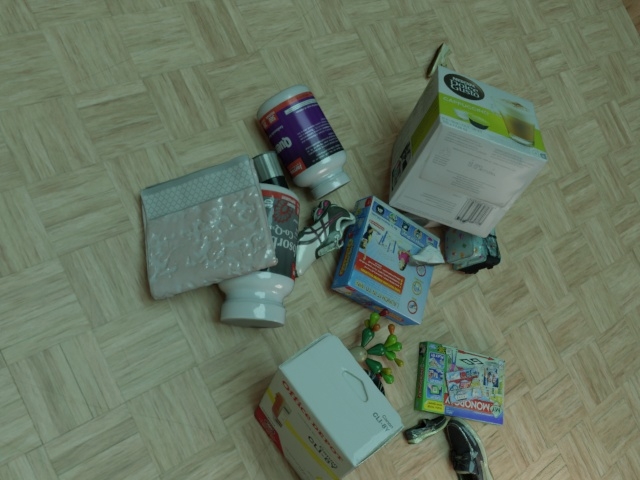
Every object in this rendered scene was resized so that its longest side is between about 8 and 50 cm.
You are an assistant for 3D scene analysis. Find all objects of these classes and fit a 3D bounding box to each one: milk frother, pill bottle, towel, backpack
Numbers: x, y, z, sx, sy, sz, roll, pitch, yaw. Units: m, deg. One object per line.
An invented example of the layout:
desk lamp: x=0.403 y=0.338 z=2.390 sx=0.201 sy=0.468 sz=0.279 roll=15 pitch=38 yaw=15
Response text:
milk frother: x=-0.155 y=-0.187 z=1.753 sx=0.129 sy=0.143 sz=0.134 roll=-19 pitch=85 yaw=-26
pill bottle: x=-0.169 y=0.045 z=1.642 sx=0.210 sy=0.210 sz=0.362 roll=11 pitch=72 yaw=-24
towel: x=-0.298 y=-0.037 z=1.557 sx=0.332 sy=0.053 sz=0.316 roll=-17 pitch=70 yaw=8
pill bottle: x=-0.042 y=-0.288 z=1.816 sx=0.182 sy=0.181 sz=0.322 roll=-30 pitch=90 yaw=-30
backpack: x=0.500 y=0.000 z=2.023 sx=0.145 sy=0.166 sz=0.188 roll=17 pitch=65 yaw=-28

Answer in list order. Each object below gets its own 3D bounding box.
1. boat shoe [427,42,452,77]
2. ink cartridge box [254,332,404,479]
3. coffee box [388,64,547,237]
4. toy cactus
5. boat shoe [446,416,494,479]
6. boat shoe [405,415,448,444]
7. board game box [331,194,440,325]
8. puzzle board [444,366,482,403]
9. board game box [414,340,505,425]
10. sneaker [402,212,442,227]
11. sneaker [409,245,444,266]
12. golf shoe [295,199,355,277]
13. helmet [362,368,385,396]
boat shoe: x=0.445 y=-0.658 z=2.237 sx=0.059 sy=0.063 sz=0.170 roll=32 pitch=63 yaw=-10
ink cartridge box: x=0.002 y=0.435 z=1.482 sx=0.160 sy=0.384 sz=0.279 roll=-31 pitch=71 yaw=-30
coffee box: x=0.440 y=-0.275 z=1.882 sx=0.338 sy=0.338 sz=0.334 roll=19 pitch=44 yaw=-9
toy cactus: x=0.151 y=0.322 z=1.799 sx=0.181 sy=0.112 sz=0.218 roll=-12 pitch=101 yaw=-7
boat shoe: x=0.449 y=0.681 z=1.845 sx=0.092 sy=0.103 sz=0.285 roll=-23 pitch=93 yaw=-35
boat shoe: x=0.321 y=0.564 z=1.836 sx=0.152 sy=0.056 sz=0.049 roll=-22 pitch=92 yaw=-30
board game box: x=0.210 y=0.067 z=1.872 sx=0.308 sy=0.086 sz=0.301 roll=30 pitch=64 yaw=-28
puzzle board: x=0.453 y=0.455 z=1.907 sx=0.128 sy=0.011 sz=0.096 roll=-3 pitch=77 yaw=-27
board game box: x=0.451 y=0.459 z=1.938 sx=0.318 sy=0.046 sz=0.213 roll=16 pitch=68 yaw=-22
sneaker: x=0.331 y=-0.091 z=2.023 sx=0.212 sy=0.080 sz=0.094 roll=-5 pitch=66 yaw=-35
sneaker: x=0.323 y=0.048 z=1.876 sx=0.152 sy=0.054 sz=0.061 roll=1 pitch=74 yaw=-44
golf shoe: x=0.000 y=0.000 z=1.778 sx=0.120 sy=0.105 sz=0.272 roll=21 pitch=63 yaw=18
helmet: x=0.104 y=0.438 z=1.693 sx=0.169 sy=0.169 sz=0.161 roll=35 pitch=33 yaw=-15
